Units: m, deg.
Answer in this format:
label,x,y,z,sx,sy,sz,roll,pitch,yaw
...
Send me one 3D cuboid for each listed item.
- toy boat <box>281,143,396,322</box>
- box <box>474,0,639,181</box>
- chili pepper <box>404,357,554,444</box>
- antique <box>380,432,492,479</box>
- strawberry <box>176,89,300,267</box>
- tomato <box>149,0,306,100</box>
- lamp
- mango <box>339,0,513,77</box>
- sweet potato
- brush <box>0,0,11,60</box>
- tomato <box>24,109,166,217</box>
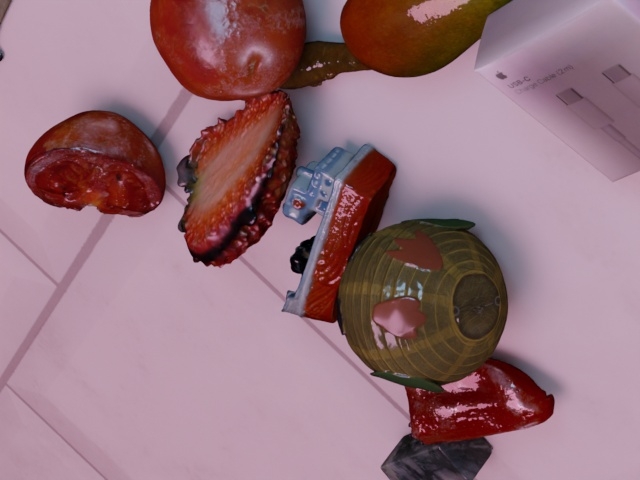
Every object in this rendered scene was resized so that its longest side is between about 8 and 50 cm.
label,x,y,z,sx,sy,sz,roll,pitch,yaw
toy boat,0.000,0.000,1.869,0.133,0.145,0.332,27,132,11
box,0.336,-0.196,1.394,0.251,0.106,0.203,35,146,-25
chili pepper,0.246,0.236,1.920,0.252,0.144,0.136,-11,149,36
antique,0.190,0.370,2.085,0.086,0.088,0.183,50,140,-6
strawberry,-0.093,-0.089,1.849,0.137,0.234,0.306,18,150,-33
tomato,-0.135,-0.297,1.670,0.232,0.188,0.232,21,117,49
lamp,0.132,0.085,1.773,0.284,0.250,0.250,1,126,57
mango,0.137,-0.289,1.522,0.289,0.129,0.146,-25,101,45
sweet potato,-0.007,-0.247,1.729,0.273,0.067,0.067,1,125,41
brush,-0.568,-0.374,2.116,0.085,0.020,0.336,42,140,2
tomato,-0.371,-0.140,2.069,0.233,0.140,0.200,12,150,-15
